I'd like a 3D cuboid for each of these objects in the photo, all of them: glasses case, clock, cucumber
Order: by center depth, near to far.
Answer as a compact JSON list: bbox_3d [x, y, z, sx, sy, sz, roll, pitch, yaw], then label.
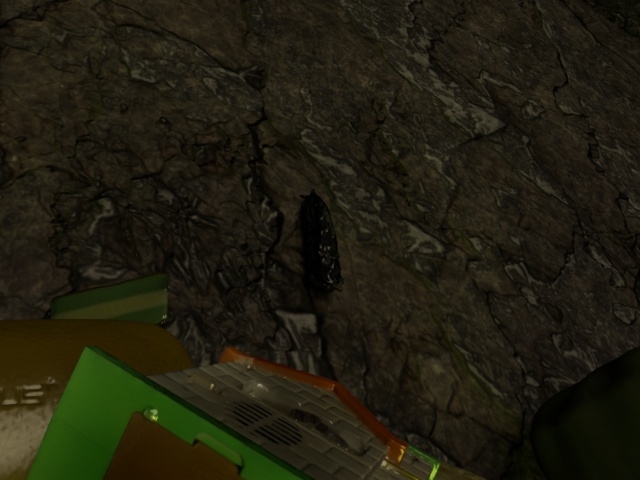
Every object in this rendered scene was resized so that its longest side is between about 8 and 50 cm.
[{"bbox_3d":[-0.035,0.171,0.443,0.219,0.106,0.255,25,1,20],"label":"clock"},{"bbox_3d":[-0.288,0.155,0.486,0.371,0.141,0.173,1,55,-25],"label":"glasses case"},{"bbox_3d":[0.000,0.000,0.815,0.053,0.053,0.182,9,50,-20],"label":"cucumber"}]

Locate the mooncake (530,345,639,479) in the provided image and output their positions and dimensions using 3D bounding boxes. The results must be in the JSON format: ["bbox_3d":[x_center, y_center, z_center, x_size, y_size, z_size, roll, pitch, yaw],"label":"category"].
[{"bbox_3d":[0.421,0.215,0.651,0.356,0.356,0.194,-4,59,-29],"label":"mooncake"}]

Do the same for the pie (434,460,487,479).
[{"bbox_3d":[0.096,0.313,0.528,0.337,0.075,0.337,21,25,-10],"label":"pie"}]

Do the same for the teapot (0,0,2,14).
[{"bbox_3d":[-0.481,-0.266,0.770,0.107,0.077,0.200,-2,55,-23],"label":"teapot"}]

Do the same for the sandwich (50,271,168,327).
[{"bbox_3d":[-0.228,0.075,0.624,0.116,0.074,0.074,7,51,-22],"label":"sandwich"}]
